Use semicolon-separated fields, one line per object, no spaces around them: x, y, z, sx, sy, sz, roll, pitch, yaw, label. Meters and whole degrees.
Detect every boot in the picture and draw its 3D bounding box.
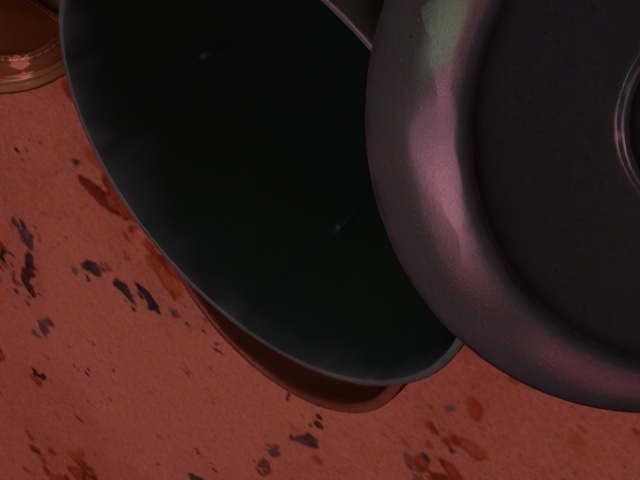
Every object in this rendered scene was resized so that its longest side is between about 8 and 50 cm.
-0.306;-0.239;1.387;0.262;0.095;0.203;28;142;37;boot

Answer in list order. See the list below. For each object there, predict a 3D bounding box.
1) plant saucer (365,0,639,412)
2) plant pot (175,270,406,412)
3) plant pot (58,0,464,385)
0.180;-0.061;0.794;0.317;0.318;0.044;62;178;-21;plant saucer
0.000;0.000;1.250;0.237;0.110;0.237;30;143;26;plant pot
0.040;-0.104;0.971;0.293;0.235;0.293;32;145;26;plant pot
